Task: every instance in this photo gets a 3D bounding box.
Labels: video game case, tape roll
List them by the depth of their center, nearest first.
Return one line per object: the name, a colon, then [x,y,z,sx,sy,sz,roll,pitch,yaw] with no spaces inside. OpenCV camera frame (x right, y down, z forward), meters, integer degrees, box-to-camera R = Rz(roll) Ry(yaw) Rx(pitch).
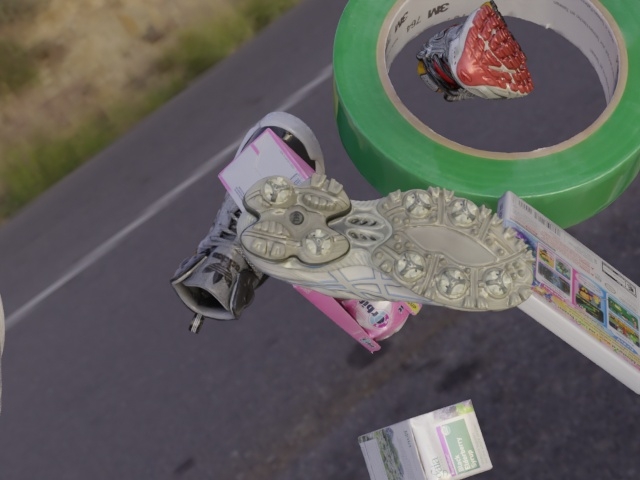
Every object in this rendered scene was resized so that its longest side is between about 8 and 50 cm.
video game case: [0.208,0.040,1.124,0.019,0.157,0.143,-48,12,29]
tape roll: [0.171,-0.157,1.314,0.321,0.321,0.077,-40,-23,-20]

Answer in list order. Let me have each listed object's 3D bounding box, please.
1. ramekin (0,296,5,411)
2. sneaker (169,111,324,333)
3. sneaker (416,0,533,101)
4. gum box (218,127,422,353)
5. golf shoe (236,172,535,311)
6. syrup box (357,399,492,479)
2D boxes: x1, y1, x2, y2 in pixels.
ramekin: [-0.342,0.098,0.923,0.273,0.273,0.127,-34,40,0]
sneaker: [-0.082,-0.007,1.481,0.153,0.101,0.268,-58,-6,-47]
sneaker: [0.137,-0.157,1.238,0.092,0.088,0.225,-30,5,13]
gum box: [0.000,0.000,1.109,0.062,0.107,0.188,-43,40,6]
golf shoe: [0.038,0.008,0.808,0.086,0.176,0.069,105,180,-68]
syrup box: [0.136,0.282,1.813,0.096,0.093,0.237,-15,-9,-19]
